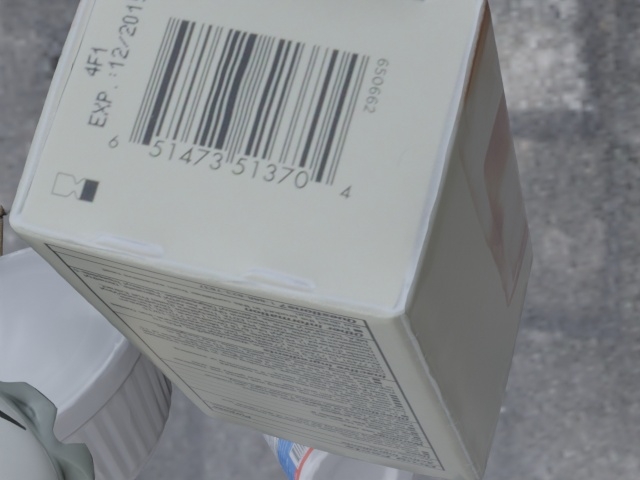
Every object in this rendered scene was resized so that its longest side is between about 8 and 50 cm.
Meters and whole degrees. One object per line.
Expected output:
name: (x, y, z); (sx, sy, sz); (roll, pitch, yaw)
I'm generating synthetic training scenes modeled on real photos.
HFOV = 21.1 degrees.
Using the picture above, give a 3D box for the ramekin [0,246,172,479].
ramekin: (-0.252, 0.135, 1.464); (0.273, 0.273, 0.127); (22, 147, 47)

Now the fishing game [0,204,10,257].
fishing game: (-0.406, 0.057, 1.599); (0.041, 0.264, 0.189); (48, 144, 32)

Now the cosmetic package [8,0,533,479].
cosmetic package: (0.000, 0.000, 0.725); (0.153, 0.296, 0.129); (12, 74, 13)

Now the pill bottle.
pill bottle: (0.002, 0.180, 1.752); (0.221, 0.124, 0.124); (-125, 41, -55)

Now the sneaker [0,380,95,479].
sneaker: (-0.308, 0.089, 1.091); (0.331, 0.146, 0.122); (34, 118, 13)
